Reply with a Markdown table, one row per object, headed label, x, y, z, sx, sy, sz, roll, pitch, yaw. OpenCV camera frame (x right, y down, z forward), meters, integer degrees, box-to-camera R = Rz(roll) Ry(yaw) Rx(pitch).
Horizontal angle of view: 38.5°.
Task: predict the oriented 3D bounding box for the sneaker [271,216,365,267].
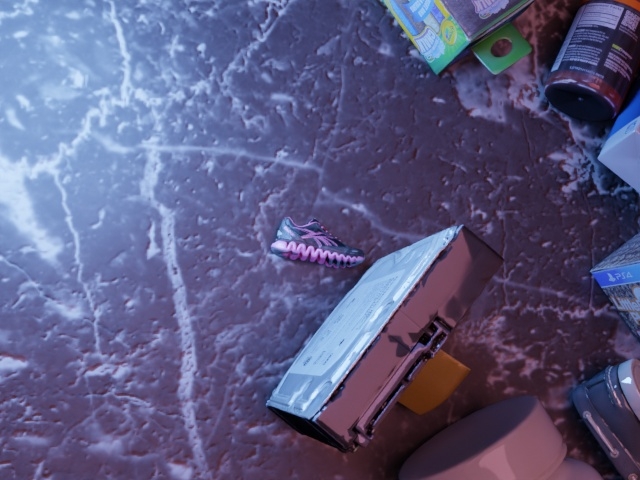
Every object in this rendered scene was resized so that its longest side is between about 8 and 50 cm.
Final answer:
| label | x | y | z | sx | sy | sz | roll | pitch | yaw |
| --- | --- | --- | --- | --- | --- | --- | --- | --- | --- |
| sneaker | 0.000 | 0.000 | 1.151 | 0.119 | 0.047 | 0.057 | 12 | 69 | -11 |

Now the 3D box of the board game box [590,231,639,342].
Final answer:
| label | x | y | z | sx | sy | sz | roll | pitch | yaw |
| --- | --- | --- | --- | --- | --- | --- | --- | --- | --- |
| board game box | 0.545 | 0.087 | 1.193 | 0.232 | 0.141 | 0.291 | -34 | 90 | -13 |

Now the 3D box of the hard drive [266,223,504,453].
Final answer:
| label | x | y | z | sx | sy | sz | roll | pitch | yaw |
| --- | --- | --- | --- | --- | --- | --- | --- | --- | --- |
| hard drive | 0.050 | 0.108 | 0.992 | 0.064 | 0.339 | 0.237 | 40 | 78 | -4 |

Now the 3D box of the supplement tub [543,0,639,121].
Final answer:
| label | x | y | z | sx | sy | sz | roll | pitch | yaw |
| --- | --- | --- | --- | --- | --- | --- | --- | --- | --- |
| supplement tub | 0.381 | -0.265 | 1.226 | 0.106 | 0.106 | 0.198 | 28 | 78 | -6 |

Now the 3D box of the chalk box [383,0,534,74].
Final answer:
| label | x | y | z | sx | sy | sz | roll | pitch | yaw |
| --- | --- | --- | --- | --- | --- | --- | --- | --- | --- |
| chalk box | 0.183 | -0.311 | 1.181 | 0.132 | 0.132 | 0.213 | -35 | 91 | -14 |

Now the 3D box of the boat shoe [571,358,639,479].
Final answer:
| label | x | y | z | sx | sy | sz | roll | pitch | yaw |
| --- | --- | --- | --- | --- | --- | --- | --- | --- | --- |
| boat shoe | 0.432 | 0.305 | 1.183 | 0.099 | 0.116 | 0.319 | -26 | 97 | 30 |

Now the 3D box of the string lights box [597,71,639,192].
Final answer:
| label | x | y | z | sx | sy | sz | roll | pitch | yaw |
| --- | --- | --- | --- | --- | --- | --- | --- | --- | --- |
| string lights box | 0.475 | -0.166 | 1.202 | 0.133 | 0.077 | 0.259 | 38 | 56 | -4 |

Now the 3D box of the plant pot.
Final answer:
| label | x | y | z | sx | sy | sz | roll | pitch | yaw |
| --- | --- | --- | --- | --- | --- | --- | --- | --- | --- |
| plant pot | 0.121 | 0.166 | 1.134 | 0.081 | 0.081 | 0.083 | 34 | 88 | -5 |

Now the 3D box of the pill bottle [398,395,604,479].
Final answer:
| label | x | y | z | sx | sy | sz | roll | pitch | yaw |
| --- | --- | --- | --- | --- | --- | --- | --- | --- | --- |
| pill bottle | 0.266 | 0.395 | 1.057 | 0.224 | 0.224 | 0.392 | -30 | 89 | -13 |
